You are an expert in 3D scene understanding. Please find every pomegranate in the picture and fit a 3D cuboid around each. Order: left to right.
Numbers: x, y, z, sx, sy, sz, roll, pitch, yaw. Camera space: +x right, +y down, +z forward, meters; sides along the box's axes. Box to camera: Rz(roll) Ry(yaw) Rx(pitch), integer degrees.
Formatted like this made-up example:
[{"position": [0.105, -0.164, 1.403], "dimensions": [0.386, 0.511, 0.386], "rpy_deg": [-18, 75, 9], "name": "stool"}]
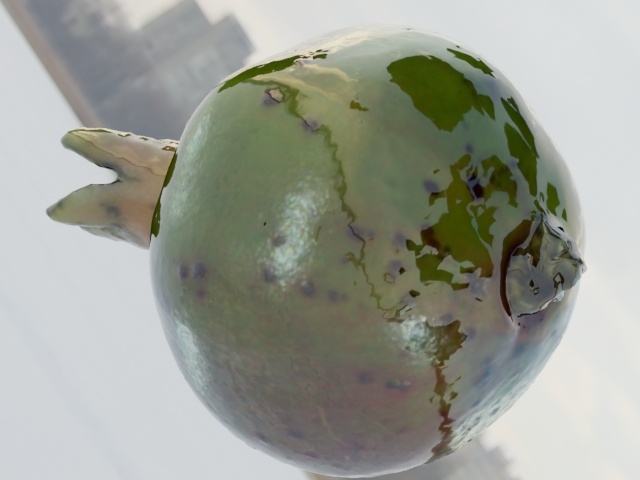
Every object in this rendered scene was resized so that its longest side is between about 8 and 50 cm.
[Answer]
[{"position": [-0.007, -0.005, 0.869], "dimensions": [0.246, 0.198, 0.198], "rpy_deg": [19, -8, 4], "name": "pomegranate"}]
